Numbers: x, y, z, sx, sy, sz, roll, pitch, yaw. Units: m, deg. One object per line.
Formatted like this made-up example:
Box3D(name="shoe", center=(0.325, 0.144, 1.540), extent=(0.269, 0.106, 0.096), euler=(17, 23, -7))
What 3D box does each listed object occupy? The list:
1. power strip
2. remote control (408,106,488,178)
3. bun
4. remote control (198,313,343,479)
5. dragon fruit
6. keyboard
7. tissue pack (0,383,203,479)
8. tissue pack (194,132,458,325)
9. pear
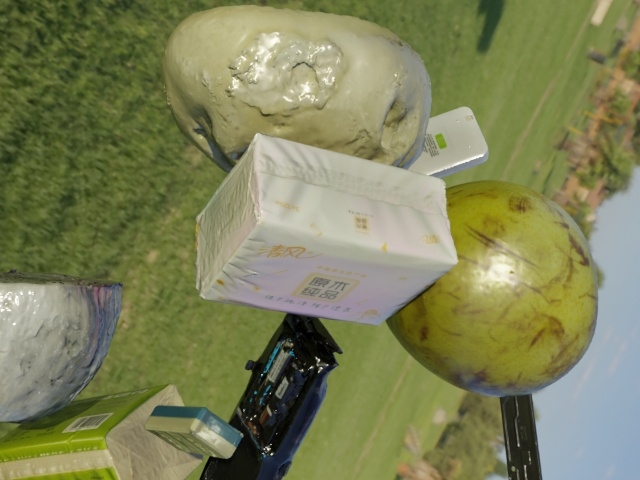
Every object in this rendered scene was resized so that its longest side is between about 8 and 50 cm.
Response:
Box3D(name="power strip", center=(-0.137, 0.200, 0.947), extent=(0.123, 0.056, 0.032), euler=(-12, -137, 55))
Box3D(name="remote control", center=(0.146, -0.137, 1.484), extent=(0.250, 0.103, 0.034), euler=(-21, 157, 3))
Box3D(name="bun", center=(-0.037, -0.164, 1.115), extent=(0.362, 0.326, 0.235), euler=(9, 96, -56))
Box3D(name="remote control", center=(-0.086, 0.274, 1.256), extent=(0.062, 0.144, 0.399), euler=(2, 126, -38))
Box3D(name="dragon fruit", center=(-0.411, 0.154, 1.295), extent=(0.283, 0.203, 0.221), euler=(17, 83, -82))
Box3D(name="keyboard", center=(0.300, 0.290, 1.353), extent=(0.010, 0.053, 0.155), euler=(24, 59, -59))
Box3D(name="tissue pack", center=(-0.369, 0.356, 1.468), extent=(0.200, 0.274, 0.167), euler=(-33, 106, -60))
Box3D(name="tissue pack", center=(0.000, 0.000, 0.970), extent=(0.185, 0.225, 0.124), euler=(-48, -142, 50))
Box3D(name="pear", center=(0.207, 0.060, 1.133), extent=(0.284, 0.283, 0.284), euler=(-56, 166, -22))
